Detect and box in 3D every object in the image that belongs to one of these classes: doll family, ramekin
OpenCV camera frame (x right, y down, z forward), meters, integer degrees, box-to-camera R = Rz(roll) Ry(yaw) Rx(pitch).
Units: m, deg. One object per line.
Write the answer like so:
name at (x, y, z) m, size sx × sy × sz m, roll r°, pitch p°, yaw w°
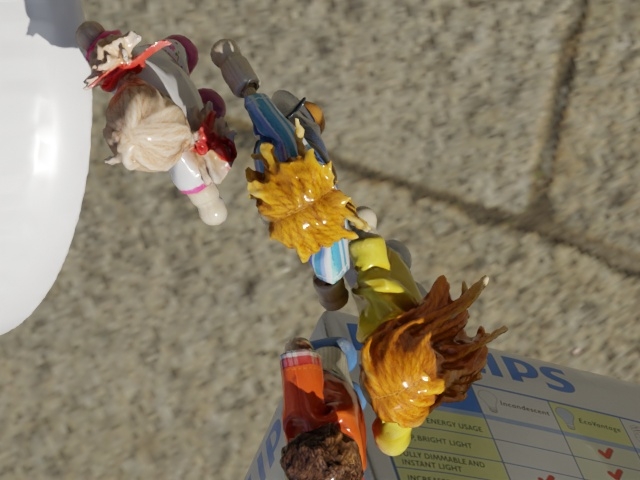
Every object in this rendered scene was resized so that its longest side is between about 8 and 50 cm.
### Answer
doll family at (0.000, 0.000, 0.793) m, size 0.118 × 0.163 × 0.263 m, roll -26°, pitch 101°, yaw 6°
ramekin at (-0.243, -0.079, 0.897) m, size 0.277 × 0.135 × 0.277 m, roll 10°, pitch 104°, yaw 50°

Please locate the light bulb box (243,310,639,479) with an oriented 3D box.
light bulb box at (0.150, 0.262, 1.076) m, size 0.358 × 0.361 × 0.225 m, roll 14°, pitch 118°, yaw -21°
